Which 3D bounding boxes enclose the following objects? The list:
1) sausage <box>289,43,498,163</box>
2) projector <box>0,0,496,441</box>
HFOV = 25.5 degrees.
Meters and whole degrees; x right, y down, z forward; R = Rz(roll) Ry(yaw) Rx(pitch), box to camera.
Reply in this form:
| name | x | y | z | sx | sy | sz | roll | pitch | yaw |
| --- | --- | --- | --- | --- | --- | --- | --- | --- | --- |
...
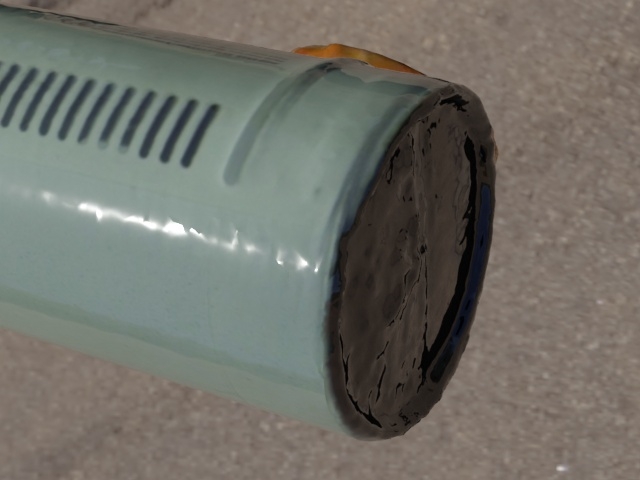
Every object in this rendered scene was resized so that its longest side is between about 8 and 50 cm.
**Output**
| name | x | y | z | sx | sy | sz | roll | pitch | yaw |
| --- | --- | --- | --- | --- | --- | --- | --- | --- | --- |
| sausage | 0.000 | 0.000 | 1.261 | 0.233 | 0.233 | 0.287 | 5 | 61 | 45 |
| projector | -0.114 | -0.029 | 0.464 | 0.337 | 0.108 | 0.108 | 14 | 91 | 27 |
